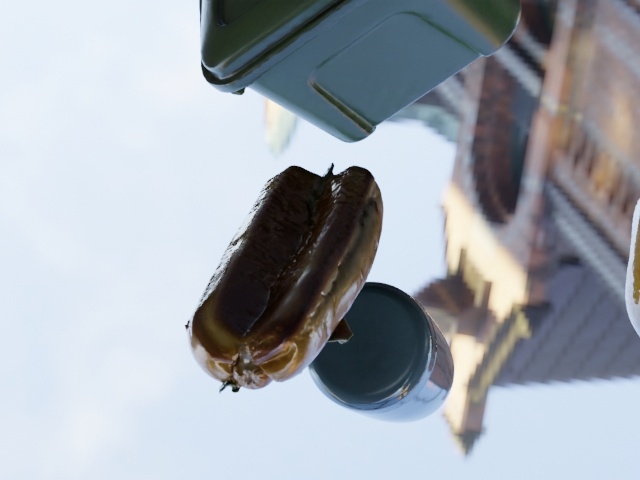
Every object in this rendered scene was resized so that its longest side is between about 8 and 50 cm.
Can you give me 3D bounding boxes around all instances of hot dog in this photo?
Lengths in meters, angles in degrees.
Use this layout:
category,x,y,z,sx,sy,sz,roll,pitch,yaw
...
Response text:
category,x,y,z,sx,sy,sz,roll,pitch,yaw
hot dog,-0.016,0.023,1.250,0.104,0.076,0.250,-1,-151,15

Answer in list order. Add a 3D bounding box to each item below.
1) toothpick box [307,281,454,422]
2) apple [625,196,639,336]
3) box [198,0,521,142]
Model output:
category,x,y,z,sx,sy,sz,roll,pitch,yaw
toothpick box,0.063,0.114,1.705,0.120,0.120,0.184,17,171,18
apple,0.471,0.032,2.050,0.233,0.286,0.286,6,-156,25
box,0.032,-0.256,1.530,0.178,0.253,0.328,37,-143,-34
